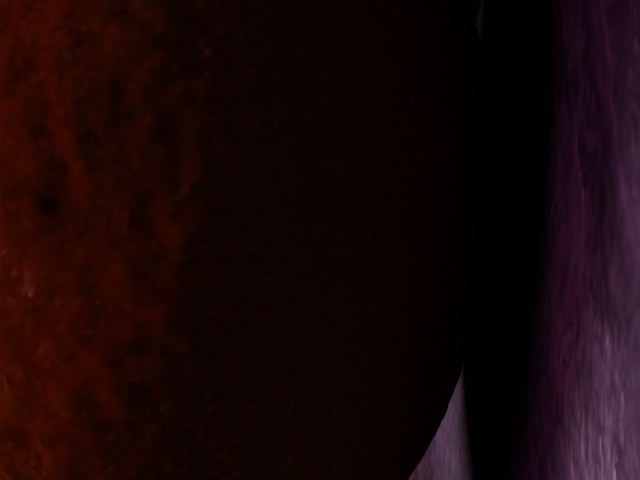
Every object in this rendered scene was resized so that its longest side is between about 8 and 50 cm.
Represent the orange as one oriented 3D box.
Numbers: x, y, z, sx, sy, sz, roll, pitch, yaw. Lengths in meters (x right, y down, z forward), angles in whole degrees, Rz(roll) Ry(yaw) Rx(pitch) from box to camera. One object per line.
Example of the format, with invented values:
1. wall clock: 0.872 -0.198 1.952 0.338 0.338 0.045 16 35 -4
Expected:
1. orange: -0.075 -0.014 0.817 0.322 0.322 0.357 -123 29 -85
